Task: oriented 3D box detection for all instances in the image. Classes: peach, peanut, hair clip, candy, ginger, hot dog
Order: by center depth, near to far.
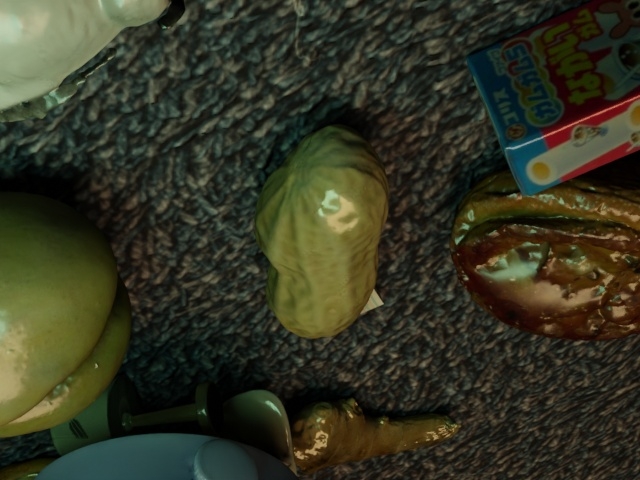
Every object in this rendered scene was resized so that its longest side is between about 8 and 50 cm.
[{"bbox_3d":[0.323,-0.181,1.477,0.306,0.157,0.100,-24,140,10],"label":"candy"},{"bbox_3d":[-0.347,0.086,1.500,0.292,0.247,0.292,-20,162,-7],"label":"peach"},{"bbox_3d":[0.000,0.000,1.595,0.152,0.152,0.313,-9,144,-9],"label":"peanut"},{"bbox_3d":[0.350,-0.001,1.687,0.387,0.174,0.267,-4,142,-16],"label":"hot dog"},{"bbox_3d":[-0.119,0.323,1.922,0.172,0.113,0.282,30,140,12],"label":"hair clip"},{"bbox_3d":[0.070,0.273,2.002,0.294,0.086,0.131,-1,128,-30],"label":"ginger"}]

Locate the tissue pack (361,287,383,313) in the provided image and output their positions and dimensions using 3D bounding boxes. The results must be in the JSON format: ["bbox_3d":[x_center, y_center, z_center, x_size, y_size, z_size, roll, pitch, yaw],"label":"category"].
[{"bbox_3d":[0.023,0.082,1.793,0.108,0.023,0.056,-22,141,7],"label":"tissue pack"}]

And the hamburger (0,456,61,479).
[{"bbox_3d":[-0.355,0.377,1.922,0.283,0.144,0.156,12,132,-28],"label":"hamburger"}]

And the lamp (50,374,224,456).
[{"bbox_3d":[-0.235,0.230,1.801,0.215,0.121,0.121,-11,142,12],"label":"lamp"}]

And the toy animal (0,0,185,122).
[{"bbox_3d":[-0.311,-0.273,1.143,0.258,0.194,0.357,-23,134,24],"label":"toy animal"}]

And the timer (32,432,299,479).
[{"bbox_3d":[-0.188,0.367,1.754,0.395,0.173,0.395,-3,139,-3],"label":"timer"}]
